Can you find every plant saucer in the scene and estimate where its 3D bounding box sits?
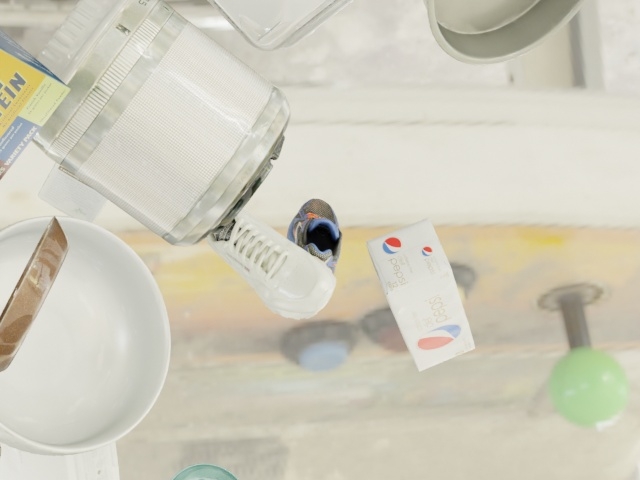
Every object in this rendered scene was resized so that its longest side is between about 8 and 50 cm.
[{"bbox_3d":[-0.278,0.057,1.199,0.029,0.168,0.168,26,145,-12],"label":"plant saucer"},{"bbox_3d":[-0.153,0.356,1.687,0.119,0.119,0.021,3,154,-20],"label":"plant saucer"}]

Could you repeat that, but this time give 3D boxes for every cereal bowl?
[{"bbox_3d":[-0.387,0.141,1.792,0.339,0.338,0.141,14,157,-37],"label":"cereal bowl"}]

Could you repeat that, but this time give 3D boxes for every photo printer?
[{"bbox_3d":[-0.462,0.291,2.017,0.308,0.256,0.107,18,-148,35],"label":"photo printer"}]

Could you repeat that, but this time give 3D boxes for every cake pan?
[{"bbox_3d":[0.244,-0.359,1.602,0.293,0.054,0.293,-23,139,-21],"label":"cake pan"}]

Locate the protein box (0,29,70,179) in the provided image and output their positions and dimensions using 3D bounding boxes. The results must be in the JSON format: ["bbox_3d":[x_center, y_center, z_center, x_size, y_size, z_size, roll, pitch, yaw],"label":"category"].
[{"bbox_3d":[-0.366,-0.160,1.095,0.136,0.201,0.200,-51,163,3],"label":"protein box"}]

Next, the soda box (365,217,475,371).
[{"bbox_3d":[0.112,0.063,1.377,0.074,0.069,0.216,-22,150,2],"label":"soda box"}]

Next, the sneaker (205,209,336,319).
[{"bbox_3d":[-0.077,0.020,1.599,0.090,0.235,0.095,-52,138,-7],"label":"sneaker"}]

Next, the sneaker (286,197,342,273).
[{"bbox_3d":[0.000,0.000,1.756,0.083,0.221,0.087,17,120,-10],"label":"sneaker"}]

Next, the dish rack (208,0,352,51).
[{"bbox_3d":[-0.066,-0.411,1.710,0.285,0.072,0.333,47,132,-13],"label":"dish rack"}]

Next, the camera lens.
[{"bbox_3d":[-0.189,-0.142,1.446,0.274,0.219,0.219,36,140,-11],"label":"camera lens"}]

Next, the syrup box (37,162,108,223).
[{"bbox_3d":[-0.312,-0.136,1.833,0.096,0.093,0.237,32,133,-11],"label":"syrup box"}]
